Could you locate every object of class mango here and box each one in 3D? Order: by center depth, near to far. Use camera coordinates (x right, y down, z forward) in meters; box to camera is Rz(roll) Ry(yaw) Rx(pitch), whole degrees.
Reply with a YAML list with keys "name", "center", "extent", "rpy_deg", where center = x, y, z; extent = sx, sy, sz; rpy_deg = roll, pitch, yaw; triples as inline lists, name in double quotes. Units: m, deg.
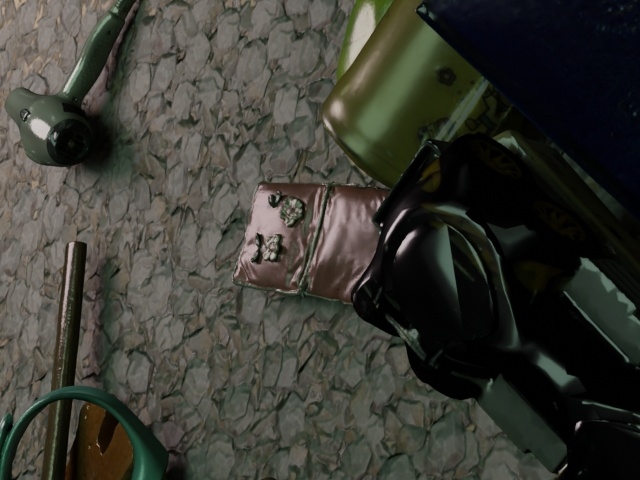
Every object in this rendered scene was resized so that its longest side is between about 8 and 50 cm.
- name: "mango"
  center: [0.073, -0.199, 1.779]
  extent: [0.117, 0.089, 0.163]
  rpy_deg: [-123, 47, -56]

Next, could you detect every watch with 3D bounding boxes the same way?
- name: "watch"
  center: [-0.274, 0.282, 1.977]
  extent: [0.068, 0.195, 0.237]
  rpy_deg: [-93, 18, -84]

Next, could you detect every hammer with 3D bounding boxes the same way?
- name: "hammer"
  center: [-0.308, 0.178, 2.122]
  extent: [0.111, 0.043, 0.365]
  rpy_deg: [-20, 60, 50]

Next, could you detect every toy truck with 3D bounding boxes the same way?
- name: "toy truck"
  center: [0.219, 0.083, 1.412]
  extent: [0.405, 0.254, 0.180]
  rpy_deg: [48, 119, 29]

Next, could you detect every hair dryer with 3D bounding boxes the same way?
- name: "hair dryer"
  center: [-0.324, -0.216, 2.282]
  extent: [0.229, 0.092, 0.267]
  rpy_deg: [1, 67, 56]

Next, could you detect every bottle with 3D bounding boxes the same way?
- name: "bottle"
  center: [0.161, -0.207, 1.620]
  extent: [0.351, 0.171, 0.171]
  rpy_deg: [-55, 44, 22]

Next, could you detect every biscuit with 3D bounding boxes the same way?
- name: "biscuit"
  center: [-0.269, 0.302, 2.079]
  extent: [0.144, 0.040, 0.236]
  rpy_deg: [36, 109, 55]

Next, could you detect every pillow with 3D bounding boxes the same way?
- name: "pillow"
  center: [0.000, 0.000, 1.844]
  extent: [0.232, 0.043, 0.126]
  rpy_deg: [6, 83, 49]

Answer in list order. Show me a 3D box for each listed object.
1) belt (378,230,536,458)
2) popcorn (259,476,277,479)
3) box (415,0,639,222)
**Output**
- name: "belt"
  center: [0.143, 0.067, 1.621]
  extent: [0.072, 0.087, 0.302]
  rpy_deg: [-51, 46, 23]
- name: "popcorn"
  center: [0.007, 0.360, 1.587]
  extent: [0.316, 0.297, 0.281]
  rpy_deg: [-147, 43, -86]
- name: "box"
  center: [0.267, -0.191, 1.426]
  extent: [0.279, 0.116, 0.261]
  rpy_deg: [43, 118, 4]
